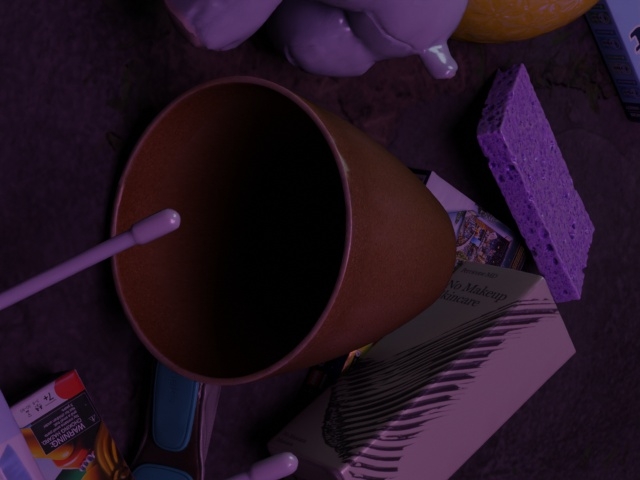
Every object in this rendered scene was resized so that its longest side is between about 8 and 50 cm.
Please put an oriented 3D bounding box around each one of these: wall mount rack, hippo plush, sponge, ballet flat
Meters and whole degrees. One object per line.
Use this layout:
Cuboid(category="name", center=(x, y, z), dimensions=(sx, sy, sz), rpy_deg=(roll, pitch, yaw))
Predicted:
Cuboid(category="wall mount rack", center=(-0.204, 0.141, 1.146), dimensions=(0.304, 0.130, 0.350), rpy_deg=(-27, 94, -32))
Cuboid(category="hippo plush", center=(0.019, -0.253, 1.276), dimensions=(0.236, 0.294, 0.234), rpy_deg=(26, 52, -58))
Cuboid(category="sponge", center=(0.212, -0.055, 1.553), dimensions=(0.210, 0.031, 0.117), rpy_deg=(62, 32, -28))
Cuboid(category="ballet flat", center=(-0.119, 0.180, 1.334), dimensions=(0.068, 0.072, 0.213), rpy_deg=(3, 100, -70))

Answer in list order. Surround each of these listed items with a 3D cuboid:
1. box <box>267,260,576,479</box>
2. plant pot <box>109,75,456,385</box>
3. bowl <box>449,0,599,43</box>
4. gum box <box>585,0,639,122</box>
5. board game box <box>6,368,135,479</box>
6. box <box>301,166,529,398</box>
Cuboid(category="box", center=(0.093, 0.139, 1.411), dimensions=(0.275, 0.113, 0.094), rpy_deg=(-42, 120, -27))
Cuboid(category="plant pot", center=(0.000, 0.000, 1.313), dimensions=(0.254, 0.237, 0.237), rpy_deg=(6, 94, -53))
Cuboid(category="bowl", center=(0.196, -0.309, 1.414), dimensions=(0.289, 0.156, 0.289), rpy_deg=(-8, 107, -28))
Cuboid(category="gum box", center=(0.350, -0.242, 1.659), dimensions=(0.157, 0.041, 0.184), rpy_deg=(-46, 122, -25))
Cuboid(category="board game box", center=(-0.269, 0.255, 1.194), dimensions=(0.305, 0.053, 0.193), rpy_deg=(-32, 99, -31))
Cuboid(category="box", center=(0.094, 0.070, 1.501), dimensions=(0.159, 0.044, 0.233), rpy_deg=(34, 76, -38))
